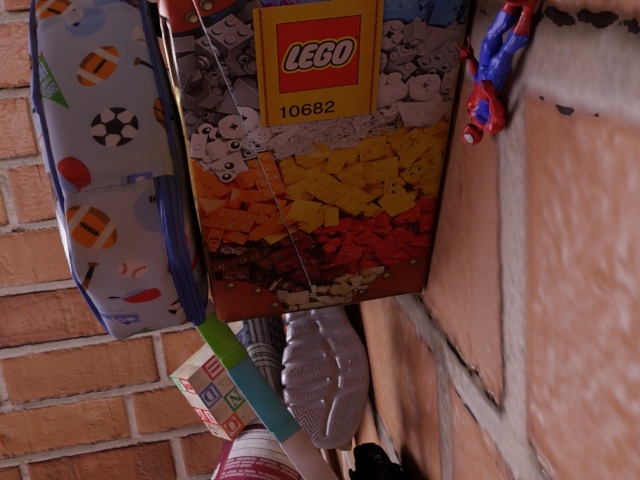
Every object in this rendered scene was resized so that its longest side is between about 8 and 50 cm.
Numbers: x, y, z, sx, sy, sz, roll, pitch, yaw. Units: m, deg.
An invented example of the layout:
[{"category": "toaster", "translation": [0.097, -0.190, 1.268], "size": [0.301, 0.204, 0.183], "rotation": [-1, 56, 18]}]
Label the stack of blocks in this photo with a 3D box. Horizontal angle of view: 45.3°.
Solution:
[{"category": "stack of blocks", "translation": [-0.156, 0.266, 1.676], "size": [0.087, 0.297, 0.171], "rotation": [-6, 121, 55]}]

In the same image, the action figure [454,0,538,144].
[{"category": "action figure", "translation": [0.095, -0.096, 0.432], "size": [0.115, 0.030, 0.038], "rotation": [88, 165, -53]}]

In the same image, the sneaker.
[{"category": "sneaker", "translation": [0.003, 0.137, 1.135], "size": [0.180, 0.125, 0.321], "rotation": [62, -160, -82]}]

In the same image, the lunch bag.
[{"category": "lunch bag", "translation": [-0.175, -0.073, 0.707], "size": [0.243, 0.115, 0.303], "rotation": [90, 168, -64]}]

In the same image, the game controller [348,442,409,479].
[{"category": "game controller", "translation": [0.089, 0.326, 0.786], "size": [0.319, 0.067, 0.166], "rotation": [-152, 54, -82]}]

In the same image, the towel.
[{"category": "towel", "translation": [-0.039, 0.161, 1.251], "size": [0.324, 0.056, 0.312], "rotation": [48, -158, -53]}]

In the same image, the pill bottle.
[{"category": "pill bottle", "translation": [-0.120, 0.520, 1.609], "size": [0.392, 0.224, 0.224], "rotation": [-70, -19, -53]}]

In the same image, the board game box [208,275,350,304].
[{"category": "board game box", "translation": [-0.029, 0.045, 0.893], "size": [0.305, 0.193, 0.053], "rotation": [116, 146, -78]}]

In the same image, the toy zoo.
[{"category": "toy zoo", "translation": [-0.048, 0.195, 0.845], "size": [0.293, 0.030, 0.192], "rotation": [54, 169, 1]}]

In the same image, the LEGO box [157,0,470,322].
[{"category": "LEGO box", "translation": [-0.047, -0.239, 0.706], "size": [0.372, 0.193, 0.500], "rotation": [90, 168, -49]}]
